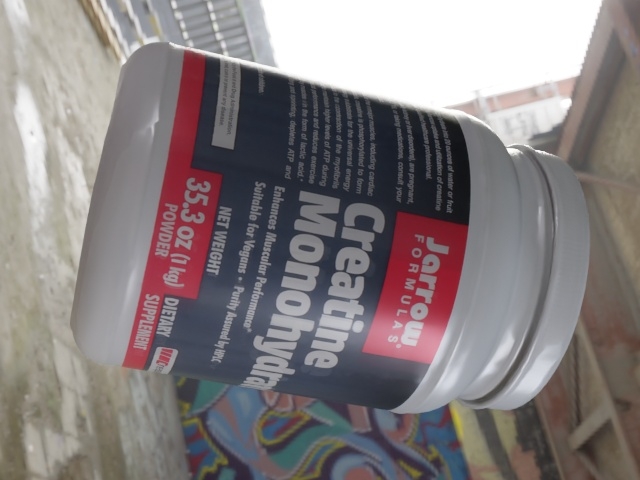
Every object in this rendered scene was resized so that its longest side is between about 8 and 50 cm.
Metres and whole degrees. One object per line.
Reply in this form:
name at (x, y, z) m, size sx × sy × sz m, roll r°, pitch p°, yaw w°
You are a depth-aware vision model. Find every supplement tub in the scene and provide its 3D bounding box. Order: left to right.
supplement tub at (0.000, 0.000, 0.547) m, size 0.191 × 0.272 × 0.191 m, roll -169°, pitch -90°, yaw -78°
